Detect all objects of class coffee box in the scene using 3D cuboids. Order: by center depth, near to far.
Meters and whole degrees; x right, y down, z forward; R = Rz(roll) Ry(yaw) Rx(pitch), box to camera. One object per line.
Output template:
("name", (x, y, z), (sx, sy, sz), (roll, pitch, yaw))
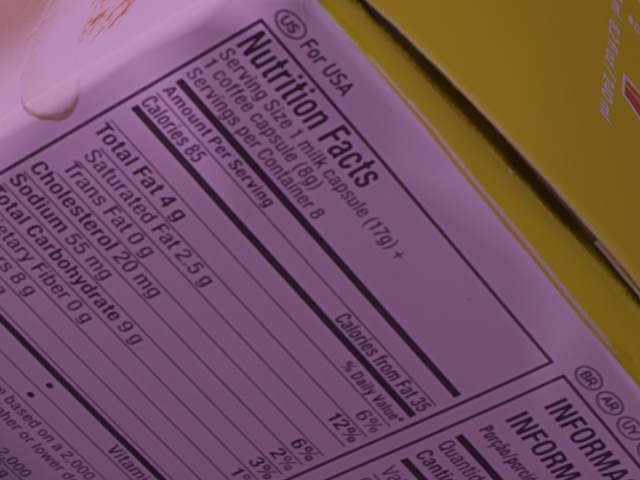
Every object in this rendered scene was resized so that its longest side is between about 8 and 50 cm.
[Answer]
("coffee box", (0.000, 0.000, 0.734), (0.338, 0.334, 0.337), (48, 34, -24))
